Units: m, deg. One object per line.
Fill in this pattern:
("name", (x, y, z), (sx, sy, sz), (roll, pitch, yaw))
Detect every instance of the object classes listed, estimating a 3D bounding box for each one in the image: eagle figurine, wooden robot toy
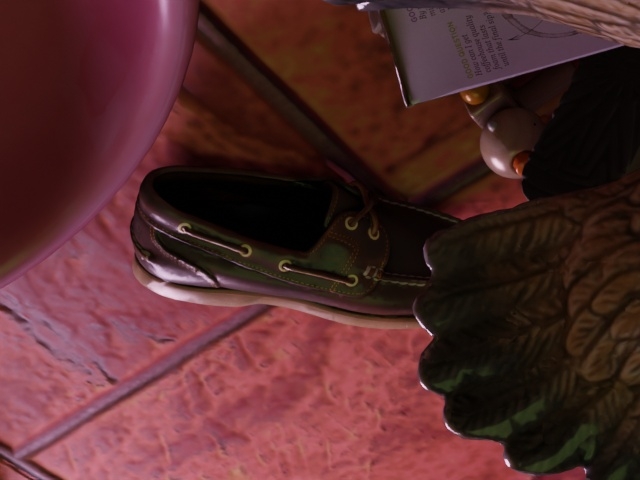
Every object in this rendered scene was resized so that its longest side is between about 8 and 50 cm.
("eagle figurine", (0.164, -0.060, 0.410), (0.226, 0.298, 0.225), (52, 157, -3))
("wooden robot toy", (0.099, -0.070, 0.676), (0.076, 0.079, 0.173), (-34, 128, 23))

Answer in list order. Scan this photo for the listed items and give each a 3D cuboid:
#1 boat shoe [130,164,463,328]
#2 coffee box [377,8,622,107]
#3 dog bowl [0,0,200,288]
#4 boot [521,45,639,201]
("boat shoe", (0.000, 0.000, 0.733), (0.207, 0.073, 0.073), (3, 134, -10))
("coffee box", (0.133, -0.164, 0.552), (0.246, 0.141, 0.098), (-16, 132, 7))
("dog bowl", (-0.223, -0.094, 0.467), (0.408, 0.150, 0.408), (-21, 151, -12))
("boot", (0.188, -0.033, 0.716), (0.189, 0.076, 0.208), (-52, 140, -6))
